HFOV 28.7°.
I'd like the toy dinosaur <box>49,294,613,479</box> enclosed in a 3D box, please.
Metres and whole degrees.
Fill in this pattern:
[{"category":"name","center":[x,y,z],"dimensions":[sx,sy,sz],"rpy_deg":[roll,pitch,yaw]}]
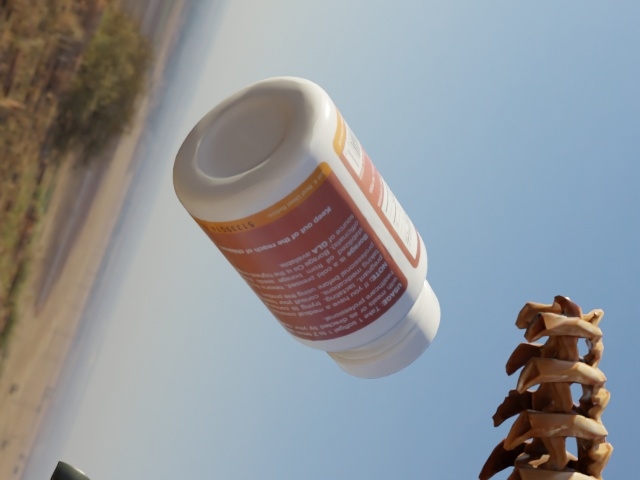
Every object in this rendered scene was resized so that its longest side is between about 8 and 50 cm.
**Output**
[{"category":"toy dinosaur","center":[-0.006,0.172,0.355],"dimensions":[0.164,0.218,0.322],"rpy_deg":[127,-14,-74]}]

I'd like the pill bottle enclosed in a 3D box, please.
[{"category":"pill bottle","center":[0.000,0.000,0.874],"dimensions":[0.121,0.216,0.121],"rpy_deg":[-20,-138,19]}]
